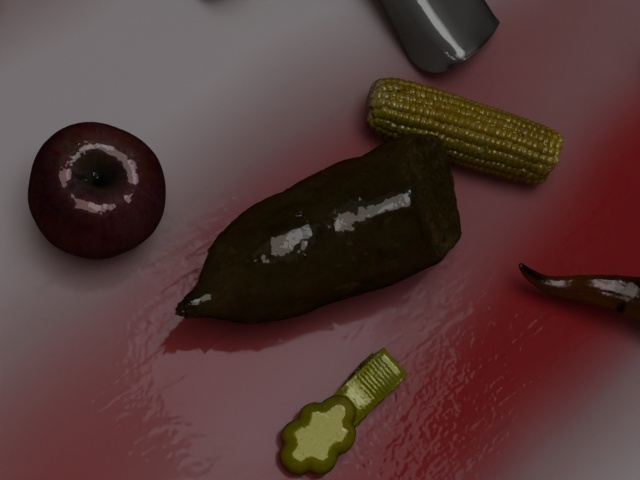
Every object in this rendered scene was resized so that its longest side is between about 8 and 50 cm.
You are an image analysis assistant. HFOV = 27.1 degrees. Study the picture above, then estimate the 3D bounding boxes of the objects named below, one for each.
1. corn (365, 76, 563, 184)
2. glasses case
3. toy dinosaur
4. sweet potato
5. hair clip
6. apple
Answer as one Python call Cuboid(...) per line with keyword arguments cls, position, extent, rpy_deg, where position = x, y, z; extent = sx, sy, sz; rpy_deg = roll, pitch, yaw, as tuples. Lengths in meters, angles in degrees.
Cuboid(cls="corn", position=(0.173, -0.131, 1.605), extent=(0.248, 0.081, 0.081), rpy_deg=(18, 69, -7))
Cuboid(cls="glasses case", position=(0.105, -0.358, 1.655), extent=(0.128, 0.083, 0.308), rpy_deg=(-33, 95, -37))
Cuboid(cls="toy dinosaur", position=(0.462, 0.083, 1.595), extent=(0.432, 0.097, 0.208), rpy_deg=(35, 78, 5))
Cuboid(cls="sweet potato", position=(0.000, 0.000, 1.496), extent=(0.369, 0.158, 0.158), rpy_deg=(-22, 78, -11))
Cuboid(cls="hair clip", position=(0.025, 0.195, 1.484), extent=(0.173, 0.046, 0.072), rpy_deg=(-40, 80, -19))
Cuboid(cls="apple", position=(-0.247, -0.052, 1.468), extent=(0.153, 0.120, 0.153), rpy_deg=(6, 69, -16))
